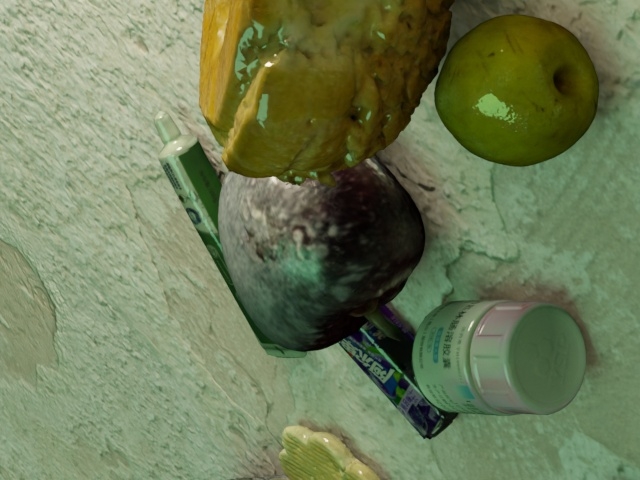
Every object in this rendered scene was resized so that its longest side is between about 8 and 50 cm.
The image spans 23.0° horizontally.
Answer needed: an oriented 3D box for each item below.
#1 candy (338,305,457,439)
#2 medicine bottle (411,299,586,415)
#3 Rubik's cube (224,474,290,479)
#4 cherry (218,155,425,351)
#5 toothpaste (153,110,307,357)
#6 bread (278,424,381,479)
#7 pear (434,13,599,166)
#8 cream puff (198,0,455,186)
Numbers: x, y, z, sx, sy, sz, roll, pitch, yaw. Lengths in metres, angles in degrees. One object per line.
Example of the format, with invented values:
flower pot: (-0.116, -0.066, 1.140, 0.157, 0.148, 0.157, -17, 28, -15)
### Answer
candy: (0.060, 0.117, 2.010, 0.312, 0.061, 0.088, 47, 150, 15)
medicine bottle: (0.200, 0.132, 1.767, 0.168, 0.135, 0.135, -3, 116, 54)
Rubik's cube: (-0.121, 0.511, 2.423, 0.319, 0.319, 0.264, -41, 58, 58)
cherry: (0.000, 0.000, 1.843, 0.296, 0.218, 0.255, 59, 150, 15)
toothpaste: (-0.130, -0.004, 2.162, 0.099, 0.061, 0.392, -4, 118, 55)
bread: (0.037, 0.360, 2.287, 0.251, 0.039, 0.181, 40, 145, 25)
pear: (0.188, -0.145, 1.518, 0.162, 0.149, 0.148, -1, 118, 57)
cream puff: (0.010, -0.215, 1.555, 0.343, 0.231, 0.327, -96, 21, -43)
